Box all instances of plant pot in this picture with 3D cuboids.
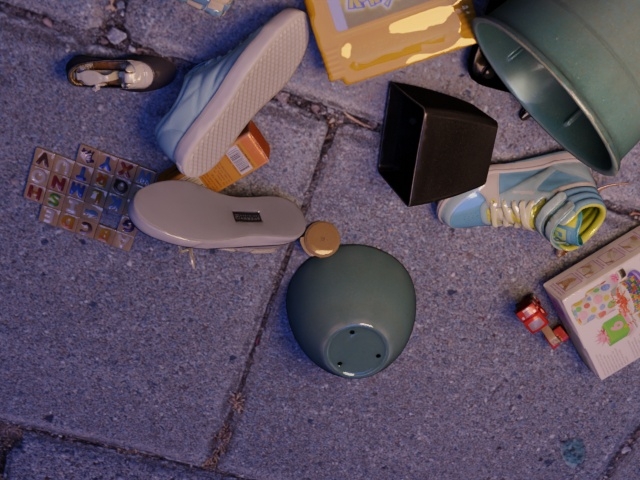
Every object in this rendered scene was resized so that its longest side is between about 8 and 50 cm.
[{"bbox_3d":[0.225,-0.184,1.353,0.167,0.188,0.187,-1,117,-14],"label":"plant pot"},{"bbox_3d":[0.480,-0.341,1.143,0.334,0.341,0.341,-42,111,8],"label":"plant pot"},{"bbox_3d":[0.070,0.180,1.517,0.290,0.195,0.290,-1,117,-1],"label":"plant pot"}]

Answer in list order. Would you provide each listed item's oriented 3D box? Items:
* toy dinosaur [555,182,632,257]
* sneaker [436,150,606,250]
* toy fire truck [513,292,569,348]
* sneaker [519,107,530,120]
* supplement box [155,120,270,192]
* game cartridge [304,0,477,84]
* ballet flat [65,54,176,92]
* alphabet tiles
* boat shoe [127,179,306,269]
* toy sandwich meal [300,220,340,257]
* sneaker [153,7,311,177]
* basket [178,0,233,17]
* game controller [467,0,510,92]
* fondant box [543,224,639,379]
[{"bbox_3d":[0.531,-0.061,1.492,0.112,0.064,0.211,8,127,-25],"label":"toy dinosaur"},{"bbox_3d":[0.397,-0.054,1.391,0.319,0.208,0.127,-18,134,8],"label":"sneaker"},{"bbox_3d":[0.486,0.183,1.562,0.047,0.192,0.135,-39,83,16],"label":"toy fire truck"},{"bbox_3d":[0.436,-0.267,1.387,0.109,0.040,0.044,-40,113,17],"label":"sneaker"},{"bbox_3d":[-0.216,-0.141,1.413,0.233,0.078,0.080,-27,118,12],"label":"supplement box"},{"bbox_3d":[0.106,-0.462,1.248,0.285,0.052,0.323,-17,105,7],"label":"game cartridge"},{"bbox_3d":[-0.374,-0.307,1.329,0.203,0.074,0.074,2,117,-3],"label":"ballet flat"},{"bbox_3d":[-0.478,-0.098,1.466,0.237,0.009,0.198,20,115,-12],"label":"alphabet tiles"},{"bbox_3d":[-0.217,-0.022,1.395,0.367,0.135,0.156,0,152,-40],"label":"boat shoe"},{"bbox_3d":[0.000,0.000,1.512,0.086,0.029,0.085,1,84,-12],"label":"toy sandwich meal"},{"bbox_3d":[-0.176,-0.298,1.309,0.150,0.135,0.366,41,91,20],"label":"sneaker"},{"bbox_3d":[-0.164,-0.525,1.123,0.201,0.254,0.289,22,124,-20],"label":"basket"},{"bbox_3d":[0.387,-0.424,1.292,0.167,0.067,0.319,14,116,-8],"label":"game controller"},{"bbox_3d":[0.677,0.112,1.526,0.330,0.096,0.238,-32,114,2],"label":"fondant box"}]
